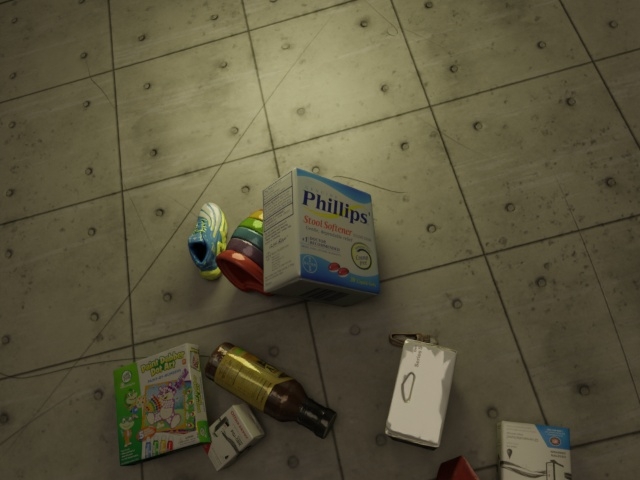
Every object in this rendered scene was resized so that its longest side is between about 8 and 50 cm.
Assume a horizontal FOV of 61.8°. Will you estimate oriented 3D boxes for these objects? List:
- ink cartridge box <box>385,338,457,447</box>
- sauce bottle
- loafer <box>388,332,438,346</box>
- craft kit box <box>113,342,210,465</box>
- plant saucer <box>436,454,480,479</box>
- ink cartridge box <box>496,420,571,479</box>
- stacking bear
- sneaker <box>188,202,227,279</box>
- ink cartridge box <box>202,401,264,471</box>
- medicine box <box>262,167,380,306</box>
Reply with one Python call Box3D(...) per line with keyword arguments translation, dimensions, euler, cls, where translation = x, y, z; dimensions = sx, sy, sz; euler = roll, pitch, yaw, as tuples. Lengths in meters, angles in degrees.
Box3D(translation=(0.223, 0.352, 1.192), dimensions=(0.114, 0.273, 0.199), euler=(11, 71, 14), cls="ink cartridge box")
Box3D(translation=(-0.123, 0.376, 1.333), dimensions=(0.344, 0.111, 0.112), euler=(26, 75, 16), cls="sauce bottle")
Box3D(translation=(0.235, 0.254, 1.357), dimensions=(0.125, 0.039, 0.045), euler=(3, 68, 11), cls="loafer")
Box3D(translation=(-0.408, 0.416, 1.359), dimensions=(0.249, 0.061, 0.247), euler=(-23, 62, 17), cls="craft kit box")
Box3D(translation=(0.326, 0.578, 1.089), dimensions=(0.047, 0.258, 0.259), euler=(-29, 66, -12), cls="plant saucer")
Box3D(translation=(0.471, 0.516, 1.186), dimensions=(0.148, 0.086, 0.203), euler=(3, 68, 10), cls="ink cartridge box")
Box3D(translation=(-0.142, -0.015, 1.467), dimensions=(0.175, 0.164, 0.289), euler=(4, 52, 47), cls="stacking bear")
Box3D(translation=(-0.320, -0.015, 1.513), dimensions=(0.091, 0.126, 0.240), euler=(-11, 67, 5), cls="sneaker")
Box3D(translation=(-0.219, 0.479, 1.311), dimensions=(0.135, 0.056, 0.099), euler=(-45, 66, 13), cls="ink cartridge box")
Box3D(translation=(0.000, 0.000, 1.365), dimensions=(0.149, 0.263, 0.290), euler=(-27, 58, 45), cls="medicine box")
